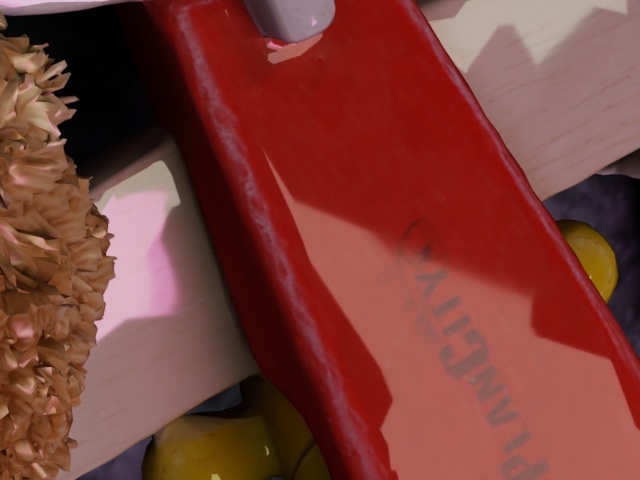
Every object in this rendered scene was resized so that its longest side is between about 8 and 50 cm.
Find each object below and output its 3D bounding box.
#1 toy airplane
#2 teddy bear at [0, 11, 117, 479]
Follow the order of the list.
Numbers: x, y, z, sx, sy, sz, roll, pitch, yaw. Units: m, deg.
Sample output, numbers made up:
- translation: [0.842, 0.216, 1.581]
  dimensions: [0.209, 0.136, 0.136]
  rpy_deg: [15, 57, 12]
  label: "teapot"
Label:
- translation: [0.000, 0.000, 0.637]
  dimensions: [0.386, 0.272, 0.384]
  rpy_deg: [15, 87, -14]
  label: "toy airplane"
- translation: [-0.222, 0.009, 0.448]
  dimensions: [0.338, 0.113, 0.245]
  rpy_deg: [24, 106, -6]
  label: "teddy bear"
